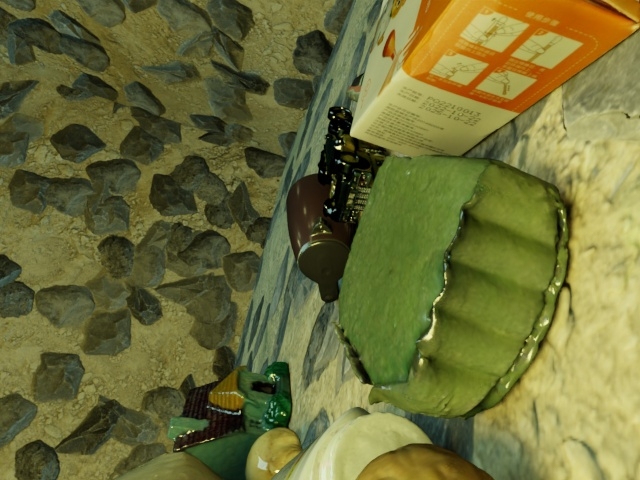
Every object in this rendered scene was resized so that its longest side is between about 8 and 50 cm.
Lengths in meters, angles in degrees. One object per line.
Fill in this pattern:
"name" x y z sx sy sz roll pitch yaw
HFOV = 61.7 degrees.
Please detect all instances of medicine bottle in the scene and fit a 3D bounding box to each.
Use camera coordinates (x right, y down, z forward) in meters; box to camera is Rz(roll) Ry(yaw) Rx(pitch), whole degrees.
"medicine bottle" 0.010 0.286 0.575 0.179 0.124 0.324 -53 -6 -40

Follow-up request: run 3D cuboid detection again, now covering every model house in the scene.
"model house" -0.223 0.408 1.289 0.280 0.249 0.230 -114 43 -74

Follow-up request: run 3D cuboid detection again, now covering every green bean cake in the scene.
"green bean cake" 0.106 0.035 0.495 0.227 0.125 0.222 -136 65 -76

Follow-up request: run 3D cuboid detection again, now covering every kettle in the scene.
"kettle" 0.000 0.000 1.094 0.232 0.144 0.202 -93 2 -55

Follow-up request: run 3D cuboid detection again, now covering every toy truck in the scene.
"toy truck" 0.064 -0.139 0.991 0.257 0.127 0.127 -89 12 -55

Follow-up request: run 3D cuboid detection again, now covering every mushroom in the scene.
"mushroom" -0.067 0.384 0.883 0.148 0.112 0.148 -165 90 -78

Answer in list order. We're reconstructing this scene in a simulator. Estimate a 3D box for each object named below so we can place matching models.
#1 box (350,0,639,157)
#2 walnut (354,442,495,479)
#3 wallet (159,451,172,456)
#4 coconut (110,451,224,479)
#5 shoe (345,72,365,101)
"box" 0.165 -0.247 0.567 0.341 0.143 0.225 137 148 -72
"walnut" 0.071 0.213 0.346 0.166 0.149 0.166 170 90 -85
"wallet" -0.278 0.592 1.254 0.190 0.046 0.379 62 177 22
"coconut" -0.212 0.466 0.742 0.352 0.353 0.352 -163 90 -80
"shoe" 0.123 -0.302 0.948 0.291 0.114 0.137 -122 45 -73
